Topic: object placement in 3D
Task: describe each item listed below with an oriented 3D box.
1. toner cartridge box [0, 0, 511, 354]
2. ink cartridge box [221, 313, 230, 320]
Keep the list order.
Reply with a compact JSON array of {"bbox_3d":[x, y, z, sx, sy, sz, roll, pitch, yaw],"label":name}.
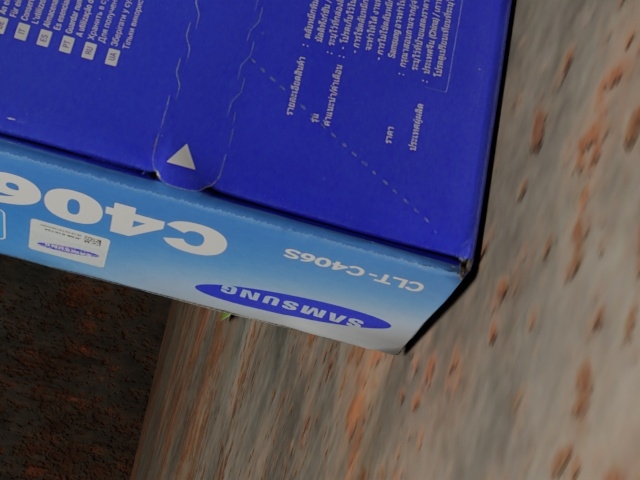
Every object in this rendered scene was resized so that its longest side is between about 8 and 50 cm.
[{"bbox_3d":[-0.013,-0.149,0.423,0.075,0.165,0.347,118,166,-64],"label":"toner cartridge box"},{"bbox_3d":[-0.086,-0.069,1.066,0.189,0.097,0.255,145,140,-79],"label":"ink cartridge box"}]
